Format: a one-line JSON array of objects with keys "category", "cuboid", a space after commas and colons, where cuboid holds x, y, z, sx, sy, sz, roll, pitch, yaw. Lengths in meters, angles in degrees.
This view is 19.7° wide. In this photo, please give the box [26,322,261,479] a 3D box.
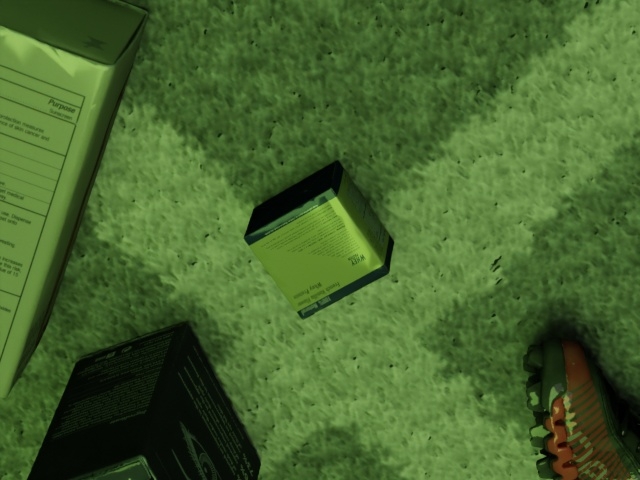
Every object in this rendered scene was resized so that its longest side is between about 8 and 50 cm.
[{"category": "box", "cuboid": [-0.135, 0.188, 1.448, 0.108, 0.207, 0.153, -19, 112, 16]}]

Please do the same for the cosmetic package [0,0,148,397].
[{"category": "cosmetic package", "cuboid": [-0.250, -0.050, 1.392, 0.153, 0.129, 0.296, 22, 117, -2]}]

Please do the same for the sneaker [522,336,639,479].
[{"category": "sneaker", "cuboid": [0.247, 0.184, 1.461, 0.135, 0.098, 0.276, -17, 115, 15]}]

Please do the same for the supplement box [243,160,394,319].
[{"category": "supplement box", "cuboid": [0.000, 0.000, 1.424, 0.083, 0.056, 0.083, -29, 109, 19]}]
